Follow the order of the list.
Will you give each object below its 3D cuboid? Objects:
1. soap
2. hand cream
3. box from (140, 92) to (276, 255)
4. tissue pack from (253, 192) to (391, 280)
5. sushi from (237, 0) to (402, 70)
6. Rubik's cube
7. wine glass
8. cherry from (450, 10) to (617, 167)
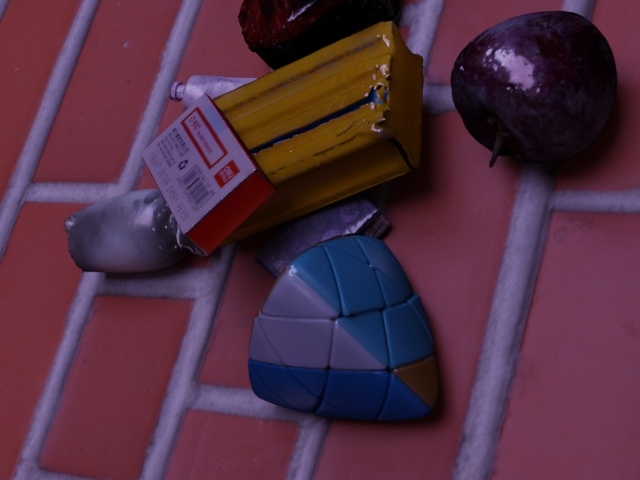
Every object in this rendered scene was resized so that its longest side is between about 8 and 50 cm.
[{"bbox_3d":[-0.019,-0.133,1.690,0.324,0.096,0.204,-20,45,32],"label":"soap"},{"bbox_3d":[-0.146,-0.202,1.893,0.142,0.053,0.084,12,70,19],"label":"hand cream"},{"bbox_3d":[-0.144,-0.088,1.651,0.123,0.050,0.229,-42,37,5],"label":"box"},{"bbox_3d":[0.000,0.000,1.678,0.156,0.051,0.112,-47,46,0],"label":"tissue pack"},{"bbox_3d":[0.003,-0.324,1.822,0.225,0.126,0.136,-37,52,15],"label":"sushi"},{"bbox_3d":[0.037,0.102,1.490,0.254,0.254,0.254,-15,57,24],"label":"Rubik's cube"},{"bbox_3d":[-0.239,-0.013,1.790,0.204,0.111,0.111,-7,60,24],"label":"wine glass"},{"bbox_3d":[0.253,-0.181,1.552,0.195,0.195,0.195,-15,57,24],"label":"cherry"}]
